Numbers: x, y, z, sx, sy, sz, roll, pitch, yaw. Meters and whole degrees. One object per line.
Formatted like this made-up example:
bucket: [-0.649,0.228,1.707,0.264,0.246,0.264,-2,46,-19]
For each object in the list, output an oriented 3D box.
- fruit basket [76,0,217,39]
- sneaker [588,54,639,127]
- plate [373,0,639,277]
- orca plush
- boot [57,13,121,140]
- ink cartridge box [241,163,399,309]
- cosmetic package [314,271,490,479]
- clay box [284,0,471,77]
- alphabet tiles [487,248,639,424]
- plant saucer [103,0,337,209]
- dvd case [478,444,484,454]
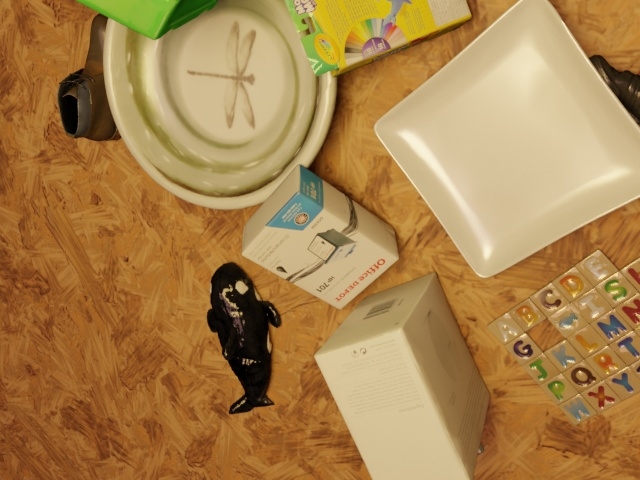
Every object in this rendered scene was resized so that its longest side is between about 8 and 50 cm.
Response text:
fruit basket: [-0.231,-0.456,0.589,0.391,0.283,0.392,10,128,14]
sneaker: [0.406,-0.176,0.673,0.089,0.051,0.170,-37,93,27]
plate: [0.250,-0.124,0.741,0.278,0.045,0.277,-37,88,36]
orca plush: [-0.160,0.191,0.995,0.151,0.102,0.288,12,110,20]
boot: [-0.388,-0.276,0.953,0.082,0.106,0.219,10,109,20]
ink cartridge box: [0.000,0.000,0.832,0.190,0.082,0.139,32,120,-23]
cosmetic package: [0.129,0.199,0.804,0.138,0.224,0.225,-23,95,27]
clay box: [0.068,-0.301,0.715,0.221,0.053,0.128,-23,96,-7]
alphabet tiles: [0.394,0.133,0.791,0.198,0.009,0.237,49,118,4]
plant saucer: [-0.148,-0.251,0.860,0.400,0.100,0.401,6,107,21]
dvd case: [0.198,0.337,0.934,0.119,0.013,0.087,-34,90,29]
